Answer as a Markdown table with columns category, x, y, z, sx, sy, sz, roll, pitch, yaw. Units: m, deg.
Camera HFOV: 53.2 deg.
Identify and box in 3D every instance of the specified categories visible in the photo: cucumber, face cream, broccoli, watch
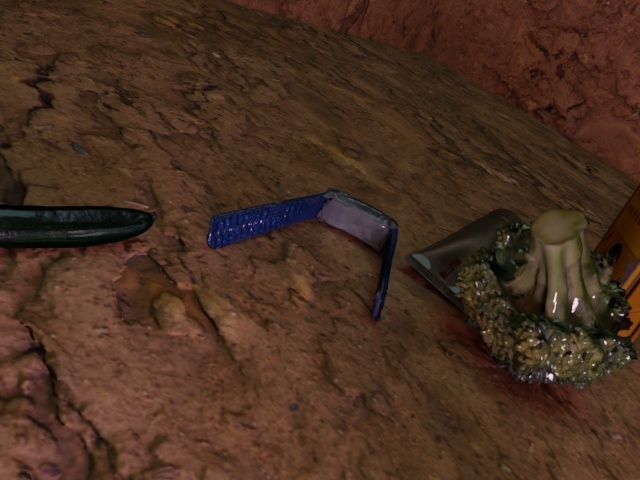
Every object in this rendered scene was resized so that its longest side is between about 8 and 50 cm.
| category | x | y | z | sx | sy | sz | roll | pitch | yaw |
| --- | --- | --- | --- | --- | --- | --- | --- | --- | --- |
| cucumber | -0.330 | -0.017 | 0.754 | 0.284 | 0.056 | 0.056 | -1 | 36 | -37 |
| face cream | 0.283 | 0.023 | 1.185 | 0.137 | 0.084 | 0.341 | 43 | 37 | 15 |
| broccoli | 0.329 | 0.085 | 0.949 | 0.259 | 0.235 | 0.288 | 35 | 9 | -42 |
| watch | -0.009 | -0.008 | 1.011 | 0.276 | 0.068 | 0.275 | 25 | 31 | 1 |

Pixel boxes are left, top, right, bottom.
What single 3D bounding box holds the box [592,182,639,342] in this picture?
| category | x | y | z | sx | sy | sz | roll | pitch | yaw |
| --- | --- | --- | --- | --- | --- | --- | --- | --- | --- |
| box | 0.598 | 0.022 | 1.189 | 0.083 | 0.302 | 0.193 | 24 | 26 | -2 |
